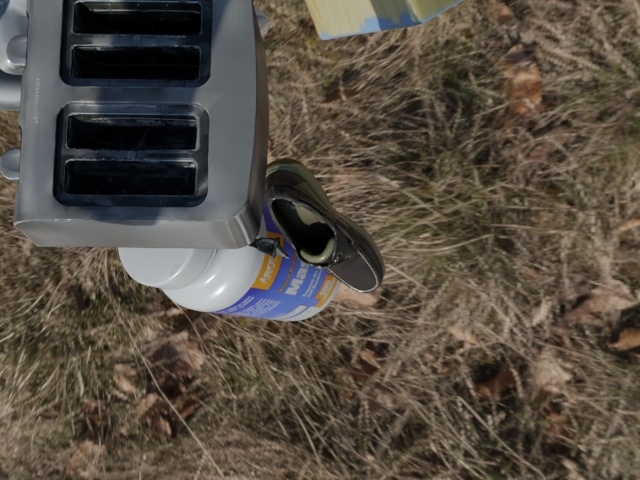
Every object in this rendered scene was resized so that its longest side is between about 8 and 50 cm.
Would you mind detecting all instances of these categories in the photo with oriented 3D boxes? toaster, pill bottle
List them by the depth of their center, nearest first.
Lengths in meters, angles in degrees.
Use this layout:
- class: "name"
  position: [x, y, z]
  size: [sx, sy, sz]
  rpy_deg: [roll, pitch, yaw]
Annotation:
- class: "toaster"
  position: [-0.112, -0.078, 0.611]
  size: [0.185, 0.110, 0.168]
  rpy_deg: [1, 82, -1]
- class: "pill bottle"
  position: [-0.099, 0.011, 1.055]
  size: [0.152, 0.272, 0.153]
  rpy_deg: [-5, 80, 31]

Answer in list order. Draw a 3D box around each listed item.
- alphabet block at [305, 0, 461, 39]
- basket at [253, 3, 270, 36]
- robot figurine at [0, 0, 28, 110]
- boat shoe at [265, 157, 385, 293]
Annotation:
- class: "alphabet block"
  position: [0.080, -0.345, 0.955]
  size: [0.193, 0.192, 0.197]
  rpy_deg: [-34, 112, -26]
- class: "basket"
  position: [-0.163, -0.253, 1.051]
  size: [0.167, 0.103, 0.113]
  rpy_deg: [42, 48, 0]
- class: "robot figurine"
  position: [-0.314, -0.307, 0.911]
  size: [0.199, 0.300, 0.354]
  rpy_deg: [-3, 70, -45]
- class: "boat shoe"
  position: [0.000, 0.000, 0.749]
  size: [0.152, 0.056, 0.049]
  rpy_deg: [46, 35, -30]
